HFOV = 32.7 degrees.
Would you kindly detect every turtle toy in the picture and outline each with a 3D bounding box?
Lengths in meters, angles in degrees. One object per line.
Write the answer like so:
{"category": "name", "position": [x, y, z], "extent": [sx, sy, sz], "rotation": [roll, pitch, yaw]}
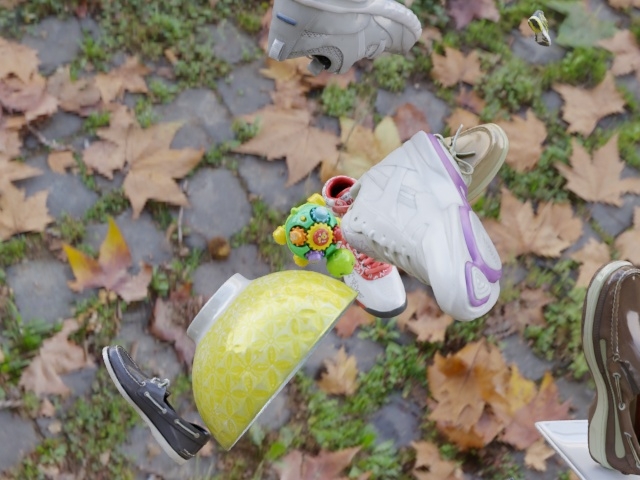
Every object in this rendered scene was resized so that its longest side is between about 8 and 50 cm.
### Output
{"category": "turtle toy", "position": [0.000, 0.000, 1.587], "extent": [0.095, 0.066, 0.130], "rotation": [-45, 114, -7]}

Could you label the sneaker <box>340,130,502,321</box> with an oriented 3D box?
{"category": "sneaker", "position": [0.107, 0.002, 1.205], "extent": [0.152, 0.114, 0.305], "rotation": [-29, 32, 11]}

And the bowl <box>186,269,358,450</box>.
{"category": "bowl", "position": [-0.095, 0.138, 1.549], "extent": [0.156, 0.289, 0.289], "rotation": [40, 66, 5]}

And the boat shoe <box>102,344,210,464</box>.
{"category": "boat shoe", "position": [-0.238, 0.227, 1.589], "extent": [0.065, 0.075, 0.206], "rotation": [-36, 91, 7]}

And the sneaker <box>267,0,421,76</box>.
{"category": "sneaker", "position": [0.018, -0.243, 1.253], "extent": [0.105, 0.281, 0.115], "rotation": [35, 107, 26]}

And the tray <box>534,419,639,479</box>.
{"category": "tray", "position": [0.364, 0.285, 1.242], "extent": [0.145, 0.030, 0.270], "rotation": [3, 21, -18]}

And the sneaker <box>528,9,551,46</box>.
{"category": "sneaker", "position": [0.418, -0.398, 2.047], "extent": [0.031, 0.083, 0.035], "rotation": [16, 67, 37]}

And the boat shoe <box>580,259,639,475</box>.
{"category": "boat shoe", "position": [0.361, 0.149, 1.231], "extent": [0.095, 0.258, 0.095], "rotation": [-21, 24, -30]}

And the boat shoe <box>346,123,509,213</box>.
{"category": "boat shoe", "position": [0.174, -0.095, 1.755], "extent": [0.285, 0.089, 0.105], "rotation": [-38, 53, 12]}

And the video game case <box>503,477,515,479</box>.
{"category": "video game case", "position": [0.183, 0.496, 1.563], "extent": [0.274, 0.035, 0.248], "rotation": [-23, 45, 15]}

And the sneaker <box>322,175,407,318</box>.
{"category": "sneaker", "position": [0.071, 0.004, 1.915], "extent": [0.090, 0.145, 0.270], "rotation": [-18, 47, -10]}
